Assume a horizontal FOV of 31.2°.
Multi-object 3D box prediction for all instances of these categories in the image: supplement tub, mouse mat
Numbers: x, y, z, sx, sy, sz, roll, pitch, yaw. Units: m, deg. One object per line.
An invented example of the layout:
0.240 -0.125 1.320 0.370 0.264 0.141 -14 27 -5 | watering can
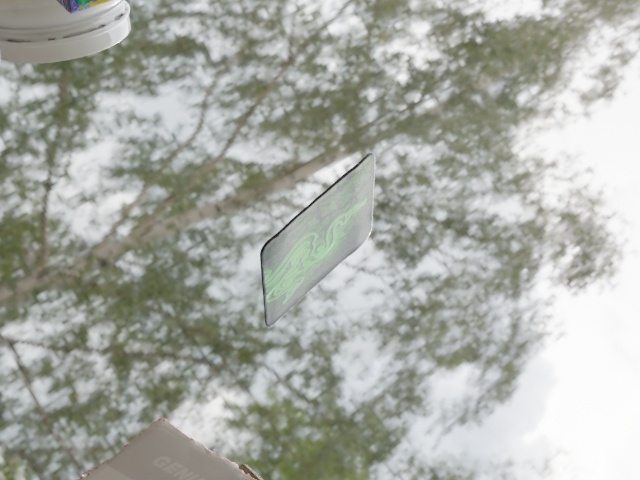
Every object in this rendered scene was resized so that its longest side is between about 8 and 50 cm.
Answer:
-0.384 -0.428 1.553 0.235 0.235 0.325 25 -48 42 | supplement tub
0.000 0.000 1.292 0.007 0.189 0.153 35 -30 25 | mouse mat

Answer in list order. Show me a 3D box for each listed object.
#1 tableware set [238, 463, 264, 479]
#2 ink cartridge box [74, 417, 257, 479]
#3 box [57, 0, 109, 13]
-0.042 0.240 0.778 0.039 0.128 0.194 25 -1 -39 | tableware set
-0.083 0.143 0.402 0.181 0.224 0.056 41 17 -39 | ink cartridge box
-0.222 -0.430 1.273 0.279 0.290 0.177 45 -33 34 | box
